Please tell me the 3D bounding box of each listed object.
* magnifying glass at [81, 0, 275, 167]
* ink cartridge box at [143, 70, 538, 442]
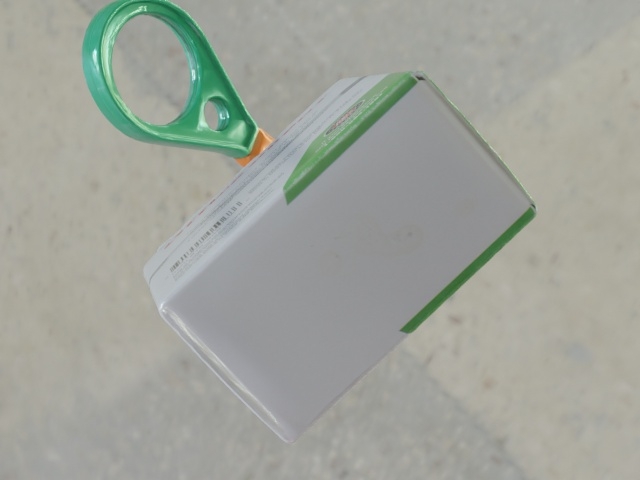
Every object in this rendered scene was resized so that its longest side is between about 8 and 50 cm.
[{"bbox_3d":[-0.066,-0.077,1.241,0.231,0.026,0.092,36,61,-34],"label":"magnifying glass"},{"bbox_3d":[0.000,0.000,0.889,0.153,0.208,0.087,-43,98,-2],"label":"ink cartridge box"}]
